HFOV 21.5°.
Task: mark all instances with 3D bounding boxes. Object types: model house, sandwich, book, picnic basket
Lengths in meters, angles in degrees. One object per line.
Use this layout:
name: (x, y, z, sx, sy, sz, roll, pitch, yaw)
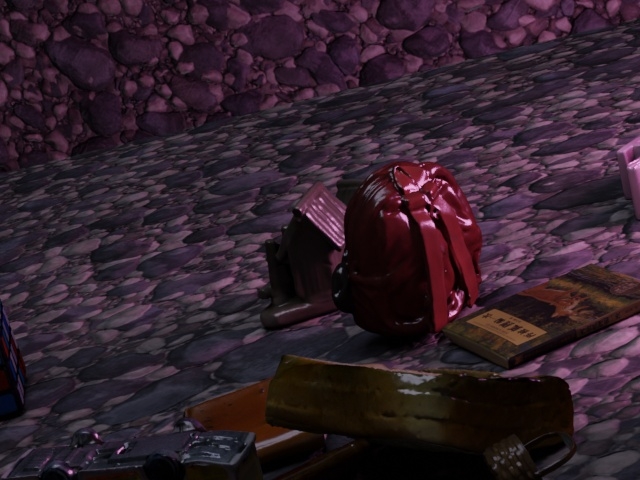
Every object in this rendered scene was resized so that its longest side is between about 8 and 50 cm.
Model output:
model house: (0.006, 0.006, 2.334, 0.122, 0.188, 0.229, 11, 27, 28)
sandwich: (0.094, 0.168, 1.702, 0.226, 0.087, 0.251, 11, -8, -44)
book: (0.280, 0.089, 2.018, 0.228, 0.024, 0.160, -21, 18, -20)
picnic basket: (0.200, 0.207, 1.574, 0.083, 0.072, 0.072, -30, 16, -3)

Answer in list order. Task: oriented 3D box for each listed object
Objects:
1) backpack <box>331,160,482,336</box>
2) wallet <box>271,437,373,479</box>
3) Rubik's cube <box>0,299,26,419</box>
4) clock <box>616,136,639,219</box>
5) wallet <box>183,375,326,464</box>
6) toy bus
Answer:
backpack: (0.115, 0.006, 2.112, 0.229, 0.229, 0.139, -27, 22, -37)
wallet: (-0.072, 0.269, 1.593, 0.255, 0.031, 0.137, -24, -19, -34)
Rubik's cube: (-0.512, 0.153, 2.283, 0.184, 0.187, 0.182, -20, 16, -5)
clock: (0.553, -0.114, 2.366, 0.290, 0.080, 0.275, -25, 17, -28)
wallet: (-0.077, 0.214, 1.904, 0.161, 0.042, 0.195, -21, 17, -3)
toy bus: (-0.192, 0.253, 1.744, 0.268, 0.106, 0.092, -8, 16, 19)
